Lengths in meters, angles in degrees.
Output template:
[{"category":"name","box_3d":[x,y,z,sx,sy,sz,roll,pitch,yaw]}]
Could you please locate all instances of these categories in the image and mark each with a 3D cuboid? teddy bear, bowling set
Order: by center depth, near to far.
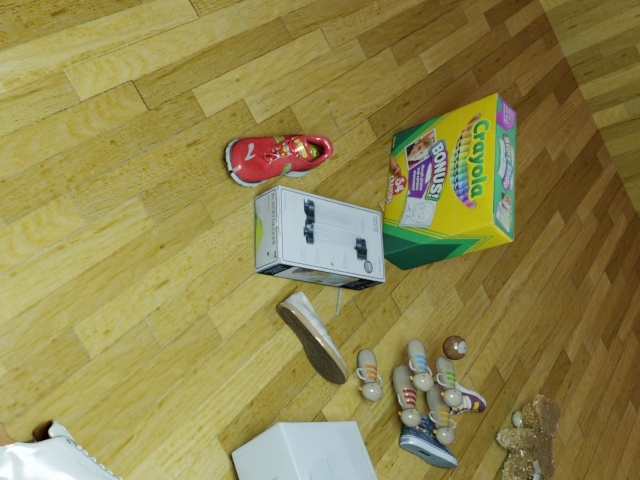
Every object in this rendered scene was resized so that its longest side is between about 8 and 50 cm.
[{"category":"bowling set","box_3d":[0.232,0.302,1.694,0.287,0.200,0.154,26,34,-26]},{"category":"teddy bear","box_3d":[0.534,0.571,2.050,0.245,0.113,0.338,13,74,-37]}]

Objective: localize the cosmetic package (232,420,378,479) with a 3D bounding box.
[{"category":"cosmetic package","box_3d":[-0.009,0.451,1.402,0.224,0.138,0.224,14,46,-49]}]

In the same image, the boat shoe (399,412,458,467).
[{"category":"boat shoe","box_3d":[0.254,0.456,1.800,0.183,0.065,0.083,36,51,-33]}]

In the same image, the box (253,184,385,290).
[{"category":"box","box_3d":[0.000,0.000,1.657,0.290,0.087,0.169,11,68,-39]}]

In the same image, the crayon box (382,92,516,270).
[{"category":"crayon box","box_3d":[0.308,-0.137,1.892,0.106,0.313,0.363,31,54,-36]}]

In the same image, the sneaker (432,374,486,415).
[{"category":"sneaker","box_3d":[0.327,0.394,1.910,0.185,0.069,0.084,33,62,-28]}]

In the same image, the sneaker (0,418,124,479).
[{"category":"sneaker","box_3d":[-0.358,0.330,1.147,0.290,0.106,0.123,27,59,-37]}]

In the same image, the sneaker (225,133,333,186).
[{"category":"sneaker","box_3d":[-0.080,-0.184,1.634,0.279,0.118,0.107,-18,89,-49]}]

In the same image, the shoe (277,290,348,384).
[{"category":"shoe","box_3d":[-0.003,0.199,1.607,0.219,0.076,0.058,56,48,-14]}]

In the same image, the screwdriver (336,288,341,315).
[{"category":"screwdriver","box_3d":[0.050,0.087,1.750,0.025,0.024,0.170,9,68,-15]}]
